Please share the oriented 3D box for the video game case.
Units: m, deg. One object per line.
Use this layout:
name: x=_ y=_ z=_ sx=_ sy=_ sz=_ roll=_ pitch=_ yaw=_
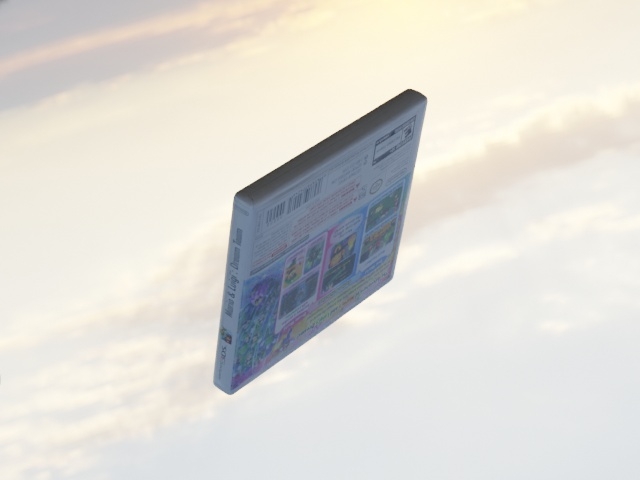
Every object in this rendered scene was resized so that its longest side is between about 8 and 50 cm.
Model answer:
video game case: x=0.000 y=0.000 z=0.958 sx=0.019 sy=0.143 sz=0.157 roll=32 pitch=-136 yaw=26
